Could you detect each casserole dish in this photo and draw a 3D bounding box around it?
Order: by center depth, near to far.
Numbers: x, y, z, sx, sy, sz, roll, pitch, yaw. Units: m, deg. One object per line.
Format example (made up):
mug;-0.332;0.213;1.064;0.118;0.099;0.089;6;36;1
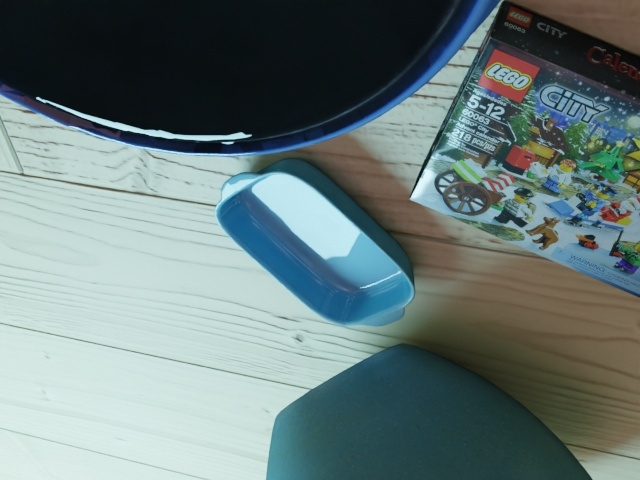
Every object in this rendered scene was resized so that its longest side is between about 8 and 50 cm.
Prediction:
casserole dish;0.000;0.000;0.822;0.188;0.037;0.114;43;137;-20

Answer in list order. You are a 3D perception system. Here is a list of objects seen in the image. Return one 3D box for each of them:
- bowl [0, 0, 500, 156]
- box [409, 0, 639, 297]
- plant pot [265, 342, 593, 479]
bowl;-0.089;-0.191;0.431;0.391;0.077;0.391;12;141;10
box;0.194;-0.045;0.670;0.233;0.044;0.159;23;141;1
plant pot;0.065;0.206;0.870;0.195;0.290;0.290;59;140;13
